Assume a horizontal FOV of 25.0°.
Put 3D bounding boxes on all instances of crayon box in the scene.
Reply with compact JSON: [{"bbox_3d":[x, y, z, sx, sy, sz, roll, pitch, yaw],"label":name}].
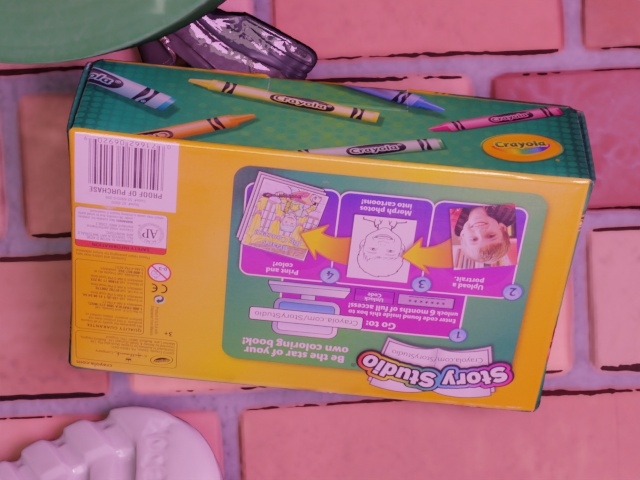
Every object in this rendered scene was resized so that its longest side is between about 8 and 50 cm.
[{"bbox_3d":[0.000,0.000,0.818,0.279,0.081,0.165,6,126,-2],"label":"crayon box"}]

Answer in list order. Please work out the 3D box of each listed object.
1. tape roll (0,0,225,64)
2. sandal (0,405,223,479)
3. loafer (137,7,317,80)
[{"bbox_3d":[-0.152,-0.256,0.766,0.321,0.077,0.321,1,102,7],"label":"tape roll"},{"bbox_3d":[-0.240,0.240,0.852,0.416,0.169,0.102,-23,134,0],"label":"sandal"},{"bbox_3d":[-0.089,-0.123,0.854,0.170,0.062,0.061,28,98,-2],"label":"loafer"}]
